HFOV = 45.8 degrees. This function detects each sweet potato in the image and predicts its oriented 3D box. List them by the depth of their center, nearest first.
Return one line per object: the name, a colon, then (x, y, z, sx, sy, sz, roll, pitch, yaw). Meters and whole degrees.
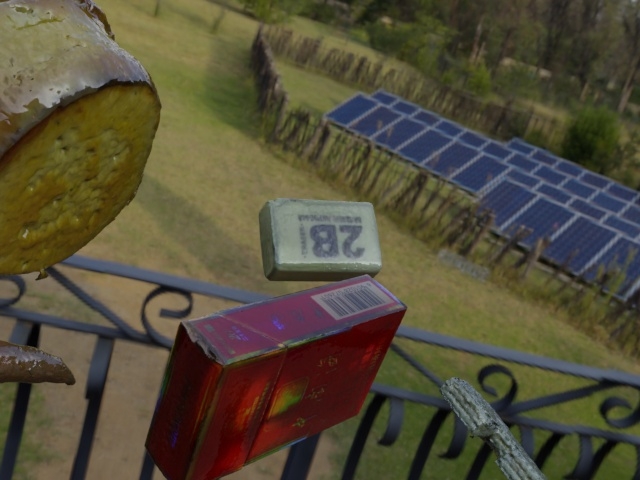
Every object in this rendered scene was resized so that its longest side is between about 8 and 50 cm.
sweet potato: (-0.420, 0.129, 0.850, 0.072, 0.066, 0.314, 10, -8, 46)

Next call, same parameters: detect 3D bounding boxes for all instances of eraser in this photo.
eraser: (0.000, 0.000, 1.124, 0.172, 0.117, 0.058, 2, -22, -21)

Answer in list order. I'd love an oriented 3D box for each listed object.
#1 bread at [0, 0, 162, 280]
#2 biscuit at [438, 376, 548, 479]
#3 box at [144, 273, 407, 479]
bread: (-0.397, -0.144, 1.020, 0.215, 0.398, 0.398, 39, 24, 13)
biscuit: (0.269, 0.307, 1.091, 0.250, 0.046, 0.147, 53, 6, 33)
box: (-0.047, 0.167, 0.938, 0.313, 0.197, 0.089, -10, 41, -45)
